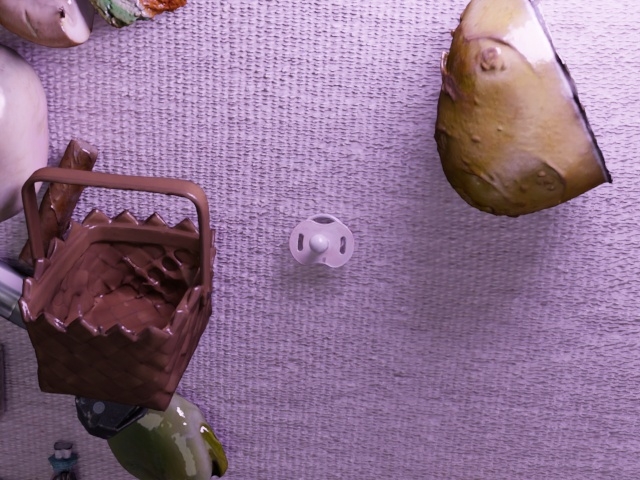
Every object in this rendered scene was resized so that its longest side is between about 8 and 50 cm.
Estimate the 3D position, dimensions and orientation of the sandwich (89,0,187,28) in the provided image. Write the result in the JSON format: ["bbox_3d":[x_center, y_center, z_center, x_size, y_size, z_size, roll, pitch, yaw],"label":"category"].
[{"bbox_3d":[-0.246,-0.389,1.231,0.160,0.109,0.184,-23,107,18],"label":"sandwich"}]

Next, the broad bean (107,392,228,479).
[{"bbox_3d":[-0.259,0.332,1.531,0.228,0.100,0.169,21,105,1],"label":"broad bean"}]

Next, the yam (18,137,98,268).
[{"bbox_3d":[-0.406,-0.050,1.420,0.057,0.057,0.241,29,113,-4],"label":"yam"}]

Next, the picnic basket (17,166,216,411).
[{"bbox_3d":[-0.281,0.046,1.312,0.254,0.291,0.320,6,125,7],"label":"picnic basket"}]

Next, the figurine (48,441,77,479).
[{"bbox_3d":[-0.448,0.407,1.618,0.060,0.047,0.105,-4,107,-29],"label":"figurine"}]

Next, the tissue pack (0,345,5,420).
[{"bbox_3d":[-0.639,0.240,1.551,0.196,0.092,0.148,9,112,6],"label":"tissue pack"}]

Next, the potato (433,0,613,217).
[{"bbox_3d":[0.230,-0.170,1.179,0.196,0.246,0.299,-23,101,13],"label":"potato"}]

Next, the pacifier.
[{"bbox_3d":[0.000,0.000,1.370,0.099,0.078,0.081,3,91,8],"label":"pacifier"}]

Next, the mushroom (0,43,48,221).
[{"bbox_3d":[-0.511,-0.154,1.299,0.235,0.254,0.260,4,70,-2],"label":"mushroom"}]

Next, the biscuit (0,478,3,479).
[{"bbox_3d":[-0.577,0.481,1.658,0.379,0.054,0.094,11,114,4],"label":"biscuit"}]

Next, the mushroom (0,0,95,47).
[{"bbox_3d":[-0.418,-0.381,1.246,0.151,0.156,0.285,-18,96,27],"label":"mushroom"}]

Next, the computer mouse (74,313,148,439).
[{"bbox_3d":[-0.299,0.213,1.473,0.126,0.071,0.231,30,76,14],"label":"computer mouse"}]

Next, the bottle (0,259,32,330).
[{"bbox_3d":[-0.523,0.061,1.469,0.254,0.079,0.096,31,106,-3],"label":"bottle"}]
